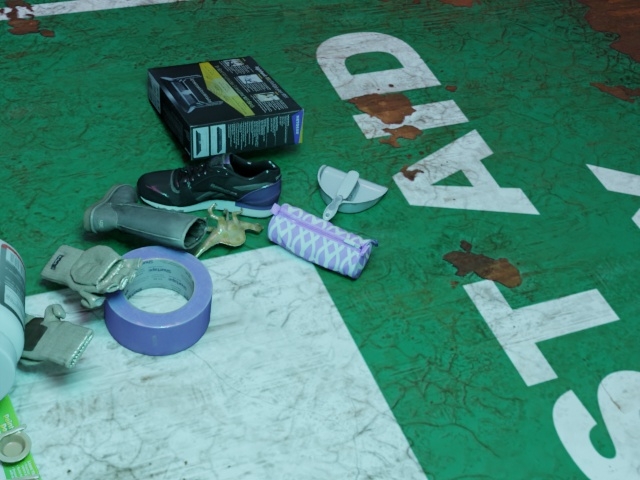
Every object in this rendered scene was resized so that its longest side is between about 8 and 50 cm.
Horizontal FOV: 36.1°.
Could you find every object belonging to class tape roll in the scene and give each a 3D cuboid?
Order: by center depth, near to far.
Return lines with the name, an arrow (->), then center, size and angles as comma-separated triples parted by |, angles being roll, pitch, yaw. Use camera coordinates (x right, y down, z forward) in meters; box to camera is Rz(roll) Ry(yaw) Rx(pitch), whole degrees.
tape roll -> -0.284, 0.104, 1.722 | 0.188, 0.080, 0.189 | 5, 45, -5

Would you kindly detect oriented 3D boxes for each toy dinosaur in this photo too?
toy dinosaur -> -0.189, -0.020, 1.874 | 0.183, 0.053, 0.093 | -26, 66, -32

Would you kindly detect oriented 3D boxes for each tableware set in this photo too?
tableware set -> -0.476, 0.343, 1.420 | 0.141, 0.020, 0.169 | -16, 51, -25

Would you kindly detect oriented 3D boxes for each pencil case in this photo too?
pencil case -> 0.000, 0.000, 1.871 | 0.206, 0.088, 0.086 | 22, 72, 13

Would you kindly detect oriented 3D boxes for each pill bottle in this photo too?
pill bottle -> -0.549, 0.126, 1.549 | 0.161, 0.161, 0.283 | -3, 32, -14

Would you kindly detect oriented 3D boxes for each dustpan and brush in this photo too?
dustpan and brush -> 0.044, -0.089, 1.985 | 0.147, 0.060, 0.211 | 21, 46, 9

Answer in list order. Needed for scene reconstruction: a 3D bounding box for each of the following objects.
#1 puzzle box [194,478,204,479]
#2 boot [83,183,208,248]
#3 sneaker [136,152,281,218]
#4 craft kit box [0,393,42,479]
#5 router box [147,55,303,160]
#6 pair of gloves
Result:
puzzle box -> -0.008, 0.451, 1.362 | 0.408, 0.052, 0.272 | 12, 12, 2
boot -> -0.308, -0.046, 1.817 | 0.208, 0.076, 0.190 | 2, 27, 15
sneaker -> -0.217, -0.128, 1.929 | 0.283, 0.124, 0.107 | 3, 45, -8
craft kit box -> -0.553, 0.348, 1.451 | 0.246, 0.061, 0.250 | -18, 52, -22
router box -> -0.205, -0.285, 2.067 | 0.242, 0.081, 0.309 | -11, 35, -21
pair of gloves -> -0.421, 0.112, 1.650 | 0.204, 0.042, 0.240 | 1, 52, 35
